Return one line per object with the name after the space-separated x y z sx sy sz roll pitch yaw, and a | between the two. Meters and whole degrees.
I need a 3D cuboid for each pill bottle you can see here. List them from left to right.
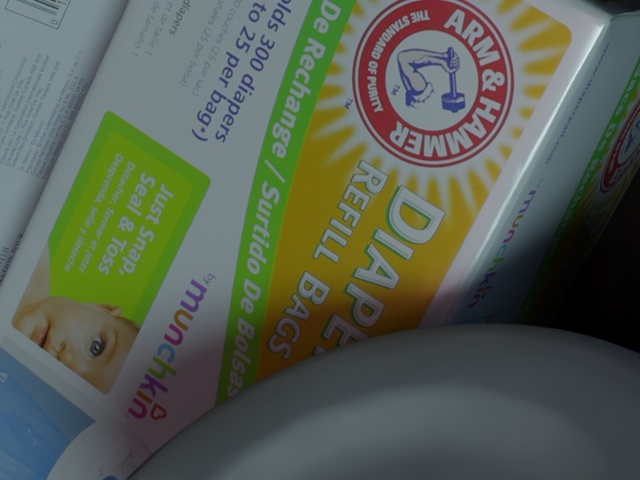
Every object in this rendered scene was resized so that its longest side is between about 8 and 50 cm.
0.053 0.166 0.434 0.152 0.152 0.272 -5 125 26 | pill bottle

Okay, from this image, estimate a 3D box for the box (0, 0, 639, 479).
0.000 0.000 0.506 0.114 0.103 0.203 33 110 18 | box

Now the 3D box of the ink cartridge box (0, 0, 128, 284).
-0.085 -0.049 0.543 0.046 0.097 0.207 20 110 -19 | ink cartridge box
